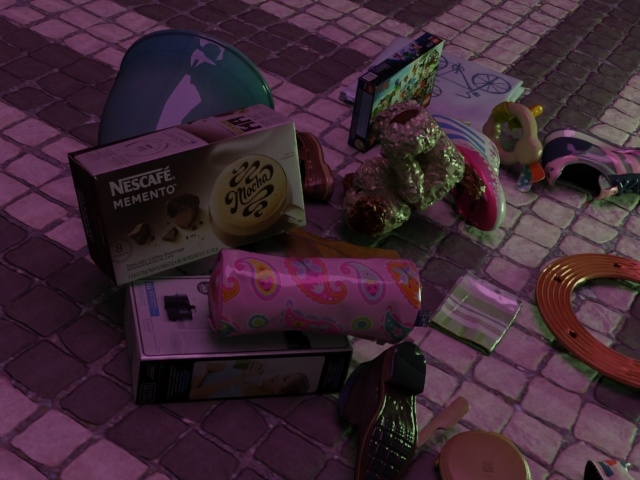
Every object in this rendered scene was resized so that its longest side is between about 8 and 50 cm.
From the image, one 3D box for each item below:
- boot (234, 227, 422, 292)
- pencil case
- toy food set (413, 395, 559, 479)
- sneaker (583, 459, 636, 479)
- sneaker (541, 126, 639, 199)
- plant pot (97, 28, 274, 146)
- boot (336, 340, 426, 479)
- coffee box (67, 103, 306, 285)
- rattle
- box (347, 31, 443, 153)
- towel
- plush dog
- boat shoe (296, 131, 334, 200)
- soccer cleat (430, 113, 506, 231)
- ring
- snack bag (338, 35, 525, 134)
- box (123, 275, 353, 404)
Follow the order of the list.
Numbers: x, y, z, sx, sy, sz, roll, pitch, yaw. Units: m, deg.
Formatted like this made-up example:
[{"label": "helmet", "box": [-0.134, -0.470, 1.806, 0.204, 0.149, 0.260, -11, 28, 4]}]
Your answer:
[{"label": "boot", "box": [0.000, 0.000, 1.557, 0.281, 0.096, 0.264, 6, 20, -22]}, {"label": "pencil case", "box": [-0.006, 0.076, 1.283, 0.284, 0.124, 0.124, 5, 37, -14]}, {"label": "toy food set", "box": [0.216, 0.304, 1.271, 0.132, 0.038, 0.192, -31, 59, -35]}, {"label": "sneaker", "box": [0.405, 0.345, 1.251, 0.075, 0.057, 0.161, -4, 36, -14]}, {"label": "sneaker", "box": [0.591, -0.119, 1.916, 0.319, 0.112, 0.131, 13, 52, 4]}, {"label": "plant pot", "box": [-0.236, -0.154, 1.558, 0.272, 0.271, 0.255, 15, 50, 2]}, {"label": "boot", "box": [0.070, 0.244, 1.280, 0.082, 0.106, 0.219, 33, 58, -22]}, {"label": "coffee box", "box": [-0.183, -0.071, 1.370, 0.297, 0.168, 0.119, -18, 28, -24]}, {"label": "rattle", "box": [0.423, -0.183, 1.942, 0.143, 0.130, 0.199, 14, 35, -49]}, {"label": "box", "box": [0.148, -0.292, 1.908, 0.044, 0.159, 0.233, 32, 49, 23]}, {"label": "towel", "box": [0.249, 0.112, 1.543, 0.113, 0.023, 0.152, 25, 38, 17]}, {"label": "plush dog", "box": [0.131, -0.096, 1.642, 0.210, 0.225, 0.262, 49, 8, -10]}, {"label": "boat shoe", "box": [-0.028, -0.139, 1.755, 0.060, 0.064, 0.178, 0, 41, -22]}, {"label": "soccer cleat", "box": [0.292, -0.140, 1.815, 0.143, 0.116, 0.331, -3, 39, -21]}, {"label": "ring", "box": [0.512, 0.136, 1.591, 0.337, 0.032, 0.336, 9, 35, -7]}, {"label": "snack bag", "box": [0.250, -0.322, 2.116, 0.323, 0.037, 0.342, 24, 41, 14]}, {"label": "box", "box": [-0.117, 0.130, 1.345, 0.290, 0.087, 0.169, 1, 38, -18]}]
